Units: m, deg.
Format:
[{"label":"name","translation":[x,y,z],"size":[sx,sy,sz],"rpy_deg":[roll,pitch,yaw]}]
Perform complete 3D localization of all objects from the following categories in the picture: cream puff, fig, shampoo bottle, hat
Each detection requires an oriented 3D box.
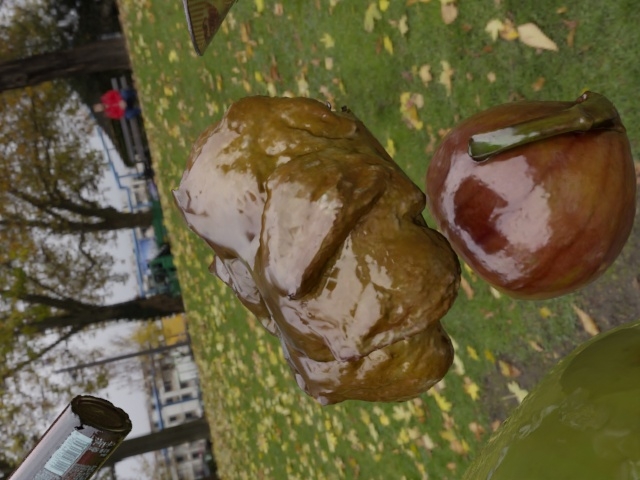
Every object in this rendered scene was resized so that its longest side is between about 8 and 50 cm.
[{"label":"cream puff","translation":[0.000,0.000,0.524],"size":[0.269,0.154,0.241],"rpy_deg":[46,160,21]},{"label":"fig","translation":[0.199,-0.049,0.629],"size":[0.205,0.205,0.205],"rpy_deg":[169,90,-81]},{"label":"shampoo bottle","translation":[-0.482,0.420,1.235],"size":[0.129,0.323,0.084],"rpy_deg":[30,-162,-34]},{"label":"hat","translation":[-0.155,-0.374,1.011],"size":[0.193,0.082,0.193],"rpy_deg":[175,90,-90]}]

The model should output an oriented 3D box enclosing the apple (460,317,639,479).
[{"label":"apple","translation":[0.289,0.292,0.482],"size":[0.473,0.473,0.474],"rpy_deg":[169,90,-81]}]
